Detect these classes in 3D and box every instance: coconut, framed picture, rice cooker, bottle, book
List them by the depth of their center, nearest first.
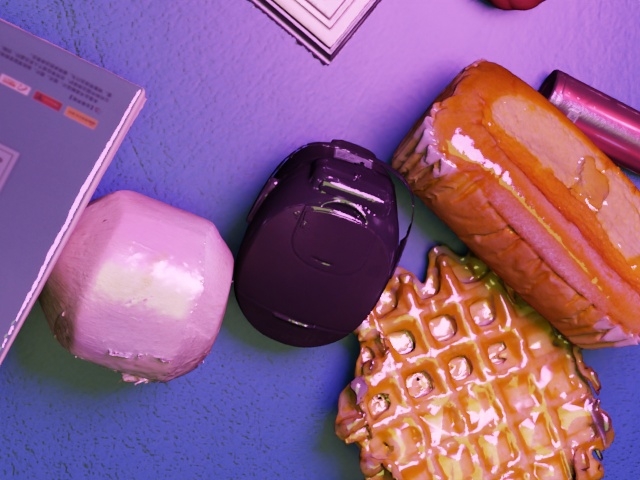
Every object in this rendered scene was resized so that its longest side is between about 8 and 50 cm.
[{"bbox_3d":[-0.348,-0.025,1.473,0.264,0.031,0.379,27,76,-1],"label":"book"},{"bbox_3d":[-0.174,0.041,1.547,0.183,0.171,0.170,14,94,-7],"label":"coconut"},{"bbox_3d":[0.000,-0.001,1.566,0.142,0.118,0.203,23,120,-9],"label":"rice cooker"},{"bbox_3d":[-0.005,-0.297,1.611,0.195,0.010,0.199,39,90,-9],"label":"framed picture"},{"bbox_3d":[0.282,-0.103,1.642,0.164,0.060,0.060,26,92,-9],"label":"bottle"}]

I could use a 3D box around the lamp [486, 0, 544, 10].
[{"bbox_3d":[0.179,-0.262,1.597,0.101,0.090,0.101,4,98,29],"label":"lamp"}]

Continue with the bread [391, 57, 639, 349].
[{"bbox_3d":[0.199,-0.029,1.580,0.288,0.119,0.152,44,50,-8],"label":"bread"}]

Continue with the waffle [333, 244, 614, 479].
[{"bbox_3d":[0.149,0.144,1.620,0.281,0.060,0.262,23,79,-5],"label":"waffle"}]
